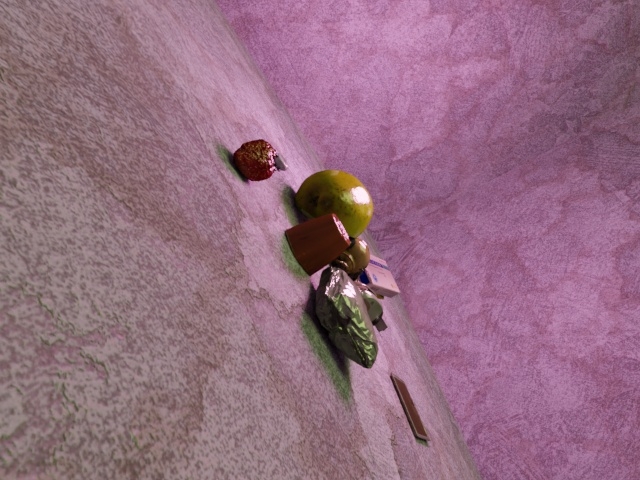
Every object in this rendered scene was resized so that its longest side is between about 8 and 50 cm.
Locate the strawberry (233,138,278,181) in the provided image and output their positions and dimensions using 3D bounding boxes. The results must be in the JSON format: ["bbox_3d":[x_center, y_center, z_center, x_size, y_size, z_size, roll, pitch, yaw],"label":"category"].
[{"bbox_3d":[-0.208,-0.246,1.390,0.131,0.148,0.131,34,-46,46],"label":"strawberry"}]

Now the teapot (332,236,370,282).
[{"bbox_3d":[0.121,0.090,1.957,0.183,0.173,0.269,-38,128,-45],"label":"teapot"}]

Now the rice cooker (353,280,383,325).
[{"bbox_3d":[0.146,0.240,1.663,0.206,0.145,0.127,52,2,-29],"label":"rice cooker"}]

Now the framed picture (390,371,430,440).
[{"bbox_3d":[0.374,0.701,1.871,0.216,0.016,0.273,46,18,-51],"label":"framed picture"}]

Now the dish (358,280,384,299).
[{"bbox_3d":[0.245,0.230,2.295,0.207,0.080,0.149,58,20,7],"label":"dish"}]

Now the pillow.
[{"bbox_3d":[0.086,0.240,1.393,0.283,0.138,0.310,60,8,-10],"label":"pillow"}]

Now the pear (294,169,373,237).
[{"bbox_3d":[0.056,-0.169,1.856,0.343,0.238,0.318,35,14,7],"label":"pear"}]

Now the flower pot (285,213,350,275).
[{"bbox_3d":[0.000,0.000,1.525,0.190,0.173,0.190,59,9,-15],"label":"flower pot"}]

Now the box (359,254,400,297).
[{"bbox_3d":[0.274,0.171,2.240,0.343,0.065,0.200,22,40,-56],"label":"box"}]

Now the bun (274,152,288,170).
[{"bbox_3d":[-0.173,-0.336,1.917,0.083,0.045,0.083,54,13,-19],"label":"bun"}]

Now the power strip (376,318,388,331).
[{"bbox_3d":[0.274,0.377,2.144,0.136,0.051,0.019,58,7,-11],"label":"power strip"}]
